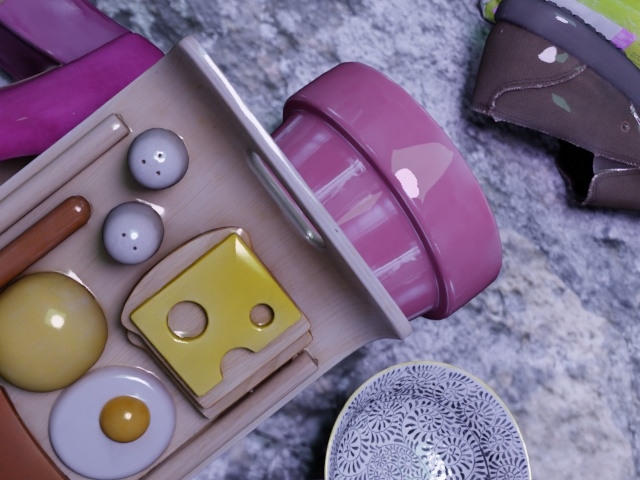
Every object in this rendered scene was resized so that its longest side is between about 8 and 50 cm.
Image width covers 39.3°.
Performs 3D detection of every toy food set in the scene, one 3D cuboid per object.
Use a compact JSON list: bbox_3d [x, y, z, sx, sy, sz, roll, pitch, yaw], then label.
[{"bbox_3d":[-0.126,0.063,0.517,0.306,0.092,0.219,-38,102,-1],"label":"toy food set"}]

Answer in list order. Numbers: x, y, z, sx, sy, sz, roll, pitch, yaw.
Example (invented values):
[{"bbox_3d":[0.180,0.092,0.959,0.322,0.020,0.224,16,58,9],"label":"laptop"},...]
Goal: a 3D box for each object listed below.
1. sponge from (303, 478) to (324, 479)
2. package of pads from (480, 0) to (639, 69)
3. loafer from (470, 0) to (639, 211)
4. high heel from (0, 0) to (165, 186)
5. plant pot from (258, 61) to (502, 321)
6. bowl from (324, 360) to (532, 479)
[{"bbox_3d":[-0.088,0.235,0.624,0.210,0.031,0.117,1,74,-23],"label":"sponge"},{"bbox_3d":[0.322,-0.268,0.923,0.297,0.101,0.229,24,65,-15],"label":"package of pads"},{"bbox_3d":[0.286,-0.086,0.856,0.366,0.134,0.130,32,101,-13],"label":"loafer"},{"bbox_3d":[-0.230,-0.016,0.594,0.181,0.127,0.377,43,67,-14],"label":"high heel"},{"bbox_3d":[0.000,0.000,0.657,0.180,0.201,0.201,-35,90,-14],"label":"plant pot"},{"bbox_3d":[0.067,0.182,0.681,0.170,0.080,0.170,7,70,-21],"label":"bowl"}]
